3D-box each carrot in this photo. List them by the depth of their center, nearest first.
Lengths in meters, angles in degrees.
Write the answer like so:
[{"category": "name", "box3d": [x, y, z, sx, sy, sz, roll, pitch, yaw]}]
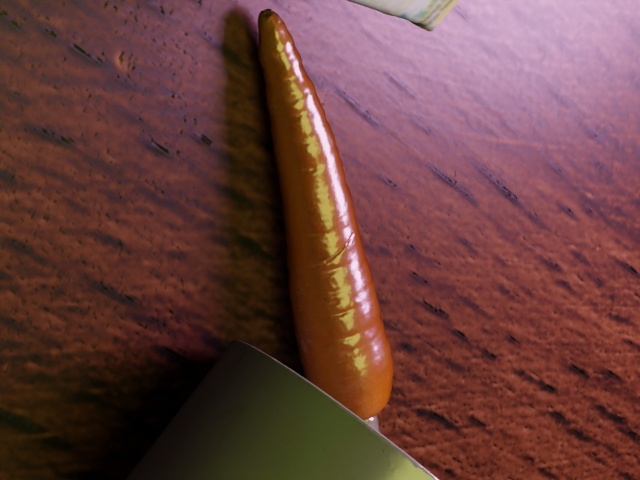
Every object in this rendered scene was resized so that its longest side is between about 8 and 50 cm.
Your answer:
[{"category": "carrot", "box3d": [0.000, 0.000, 0.930, 0.069, 0.069, 0.336, -25, 115, -29]}]

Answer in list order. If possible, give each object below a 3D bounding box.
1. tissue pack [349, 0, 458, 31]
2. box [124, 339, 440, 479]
[{"category": "tissue pack", "box3d": [-0.002, -0.280, 0.655, 0.388, 0.162, 0.287, 4, 130, -51]}, {"category": "box", "box3d": [-0.013, 0.191, 0.876, 0.149, 0.226, 0.226, -52, 130, -10]}]
